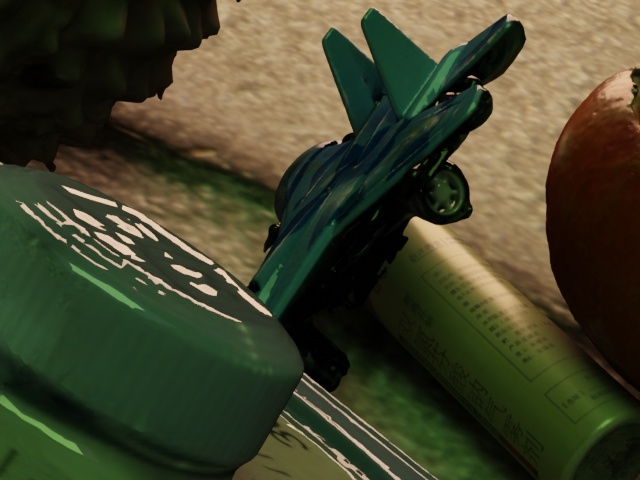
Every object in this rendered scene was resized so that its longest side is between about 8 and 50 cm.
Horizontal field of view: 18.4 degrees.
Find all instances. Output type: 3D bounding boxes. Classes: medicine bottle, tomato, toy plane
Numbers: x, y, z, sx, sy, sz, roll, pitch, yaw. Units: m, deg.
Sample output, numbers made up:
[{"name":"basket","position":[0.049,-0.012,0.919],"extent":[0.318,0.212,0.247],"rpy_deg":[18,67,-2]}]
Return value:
[{"name":"medicine bottle","position":[0.064,0.035,0.939],"extent":[0.059,0.059,0.231],"rpy_deg":[-11,40,-36]},{"name":"tomato","position":[0.187,0.034,0.915],"extent":[0.237,0.095,0.237],"rpy_deg":[42,19,-18]},{"name":"toy plane","position":[0.006,0.005,0.880],"extent":[0.078,0.169,0.246],"rpy_deg":[31,68,-21]}]

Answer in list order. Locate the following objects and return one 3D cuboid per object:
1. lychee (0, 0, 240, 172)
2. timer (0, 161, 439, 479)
[{"name":"lychee","position":[-0.191,-0.231,0.944],"extent":[0.380,0.380,0.432],"rpy_deg":[2,52,-22]},{"name":"timer","position":[-0.097,0.073,0.571],"extent":[0.395,0.173,0.395],"rpy_deg":[32,8,-5]}]
